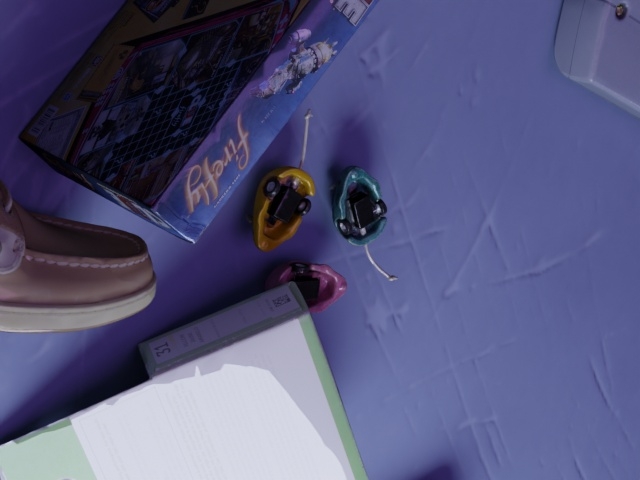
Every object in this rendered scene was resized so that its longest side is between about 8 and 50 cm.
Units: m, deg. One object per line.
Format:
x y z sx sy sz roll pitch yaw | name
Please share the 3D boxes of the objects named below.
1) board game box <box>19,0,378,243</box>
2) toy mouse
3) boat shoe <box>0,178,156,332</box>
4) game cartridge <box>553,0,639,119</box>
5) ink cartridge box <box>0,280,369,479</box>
-0.061 -0.126 1.067 0.243 0.165 0.042 -53 130 -9 | board game box
0.000 0.000 1.249 0.143 0.031 0.161 23 92 -41 | toy mouse
-0.225 -0.011 1.024 0.302 0.109 0.098 7 103 -34 | boat shoe
0.299 -0.241 1.379 0.198 0.062 0.297 23 92 -37 | game cartridge
-0.096 0.150 1.219 0.235 0.056 0.171 -22 121 -5 | ink cartridge box
